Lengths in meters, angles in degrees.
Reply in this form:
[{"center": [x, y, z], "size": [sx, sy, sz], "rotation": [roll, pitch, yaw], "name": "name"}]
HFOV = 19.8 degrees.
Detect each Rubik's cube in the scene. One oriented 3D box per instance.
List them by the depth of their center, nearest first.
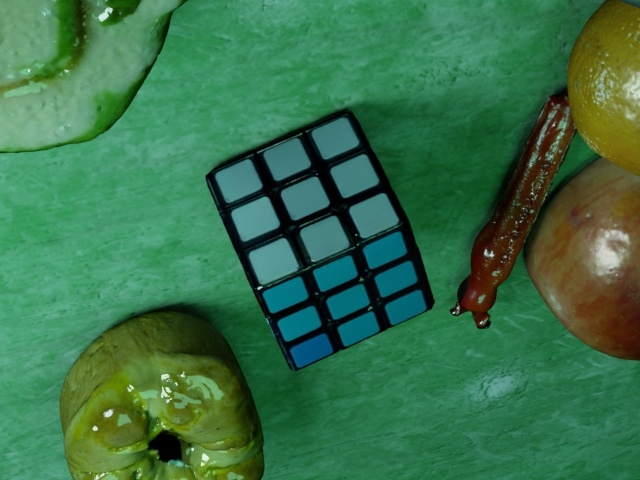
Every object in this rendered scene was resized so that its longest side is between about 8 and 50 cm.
[{"center": [0.000, 0.000, 1.778], "size": [0.160, 0.163, 0.162], "rotation": [-24, 145, -2], "name": "Rubik's cube"}]

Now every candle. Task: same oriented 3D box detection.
[{"center": [0.206, -0.028, 1.950], "size": [0.051, 0.048, 0.329], "rotation": [-23, 146, -38], "name": "candle"}]

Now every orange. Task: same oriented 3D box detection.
[{"center": [0.351, -0.156, 1.782], "size": [0.224, 0.170, 0.224], "rotation": [-14, 141, -12], "name": "orange"}]

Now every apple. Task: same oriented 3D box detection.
[{"center": [0.391, 0.029, 2.024], "size": [0.293, 0.163, 0.251], "rotation": [-2, 137, -29], "name": "apple"}]

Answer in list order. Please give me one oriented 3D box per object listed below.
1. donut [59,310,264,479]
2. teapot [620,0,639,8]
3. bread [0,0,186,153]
[{"center": [-0.170, 0.190, 1.926], "size": [0.208, 0.128, 0.261], "rotation": [-17, 141, -9], "name": "donut"}, {"center": [0.359, -0.258, 1.600], "size": [0.225, 0.171, 0.203], "rotation": [33, 128, -8], "name": "teapot"}, {"center": [-0.288, -0.205, 1.408], "size": [0.382, 0.129, 0.366], "rotation": [-19, 142, -8], "name": "bread"}]
